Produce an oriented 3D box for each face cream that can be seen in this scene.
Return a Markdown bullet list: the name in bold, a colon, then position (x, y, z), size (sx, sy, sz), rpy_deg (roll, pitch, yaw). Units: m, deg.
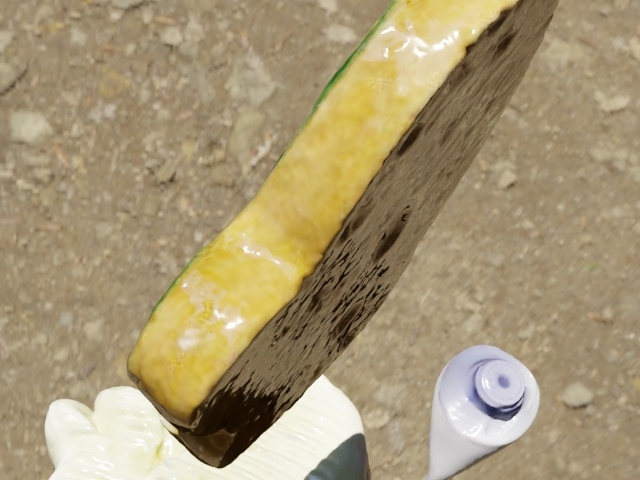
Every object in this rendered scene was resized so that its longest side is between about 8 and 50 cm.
- **face cream**: position (0.192, 0.290, 1.788), size (0.137, 0.420, 0.235), rpy_deg (33, 56, 9)

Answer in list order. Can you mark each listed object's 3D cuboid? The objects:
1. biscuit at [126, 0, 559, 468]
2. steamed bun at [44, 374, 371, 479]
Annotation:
- **biscuit**: position (-0.002, -0.001, 0.645), size (0.057, 0.343, 0.287), rpy_deg (38, 47, 11)
- **steamed bun**: position (-0.084, 0.248, 1.023), size (0.268, 0.207, 0.280), rpy_deg (-7, 49, -8)
